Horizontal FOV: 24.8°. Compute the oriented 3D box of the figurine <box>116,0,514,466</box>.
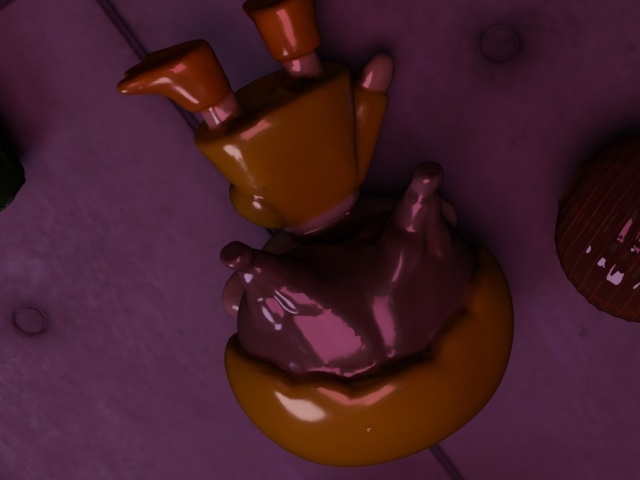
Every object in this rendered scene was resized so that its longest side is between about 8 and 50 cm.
[{"bbox_3d":[0.000,0.000,1.044,0.215,0.187,0.343,-26,105,5],"label":"figurine"}]

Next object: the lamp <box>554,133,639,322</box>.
[{"bbox_3d":[0.231,-0.009,1.029,0.136,0.136,0.136,3,117,5],"label":"lamp"}]

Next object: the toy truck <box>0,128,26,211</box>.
[{"bbox_3d":[-0.323,-0.109,1.061,0.125,0.101,0.242,-25,115,13],"label":"toy truck"}]
